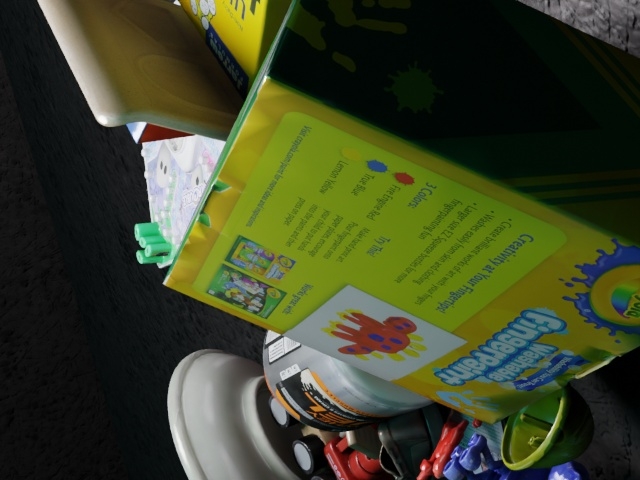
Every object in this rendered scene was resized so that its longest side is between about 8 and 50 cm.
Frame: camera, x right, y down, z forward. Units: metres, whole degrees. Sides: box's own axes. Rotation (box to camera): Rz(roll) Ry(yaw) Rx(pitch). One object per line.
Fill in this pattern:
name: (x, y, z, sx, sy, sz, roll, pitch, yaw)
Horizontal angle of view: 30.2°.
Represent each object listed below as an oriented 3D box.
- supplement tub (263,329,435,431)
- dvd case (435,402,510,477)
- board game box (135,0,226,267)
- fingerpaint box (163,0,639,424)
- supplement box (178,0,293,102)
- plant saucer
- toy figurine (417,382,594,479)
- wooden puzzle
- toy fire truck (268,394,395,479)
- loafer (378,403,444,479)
supplement tub: (0.045, 0.128, 1.442, 0.194, 0.193, 0.316, 65, 158, 7)
dvd case: (0.182, 0.189, 1.463, 0.180, 0.022, 0.253, 16, 123, 62)
board game box: (-0.223, -0.175, 1.830, 0.390, 0.050, 0.390, -20, 76, 61)
fingerpaint box: (0.094, -0.025, 1.022, 0.371, 0.163, 0.445, 24, 155, -6)
supplement box: (-0.019, -0.338, 1.209, 0.194, 0.195, 0.357, 57, 156, 25)
plant saucer: (-0.074, 0.331, 1.905, 0.400, 0.100, 0.400, 44, -156, -25)
toy figurine: (0.261, 0.252, 1.266, 0.217, 0.191, 0.362, 34, 143, -2)
wooden puzzle: (-0.137, -0.181, 1.386, 0.322, 0.347, 0.081, 56, 130, 44)
toy fire truck: (0.034, 0.267, 1.747, 0.217, 0.158, 0.246, 62, 146, 16)
loafer: (0.109, 0.270, 1.578, 0.267, 0.084, 0.096, 90, 162, -66)
